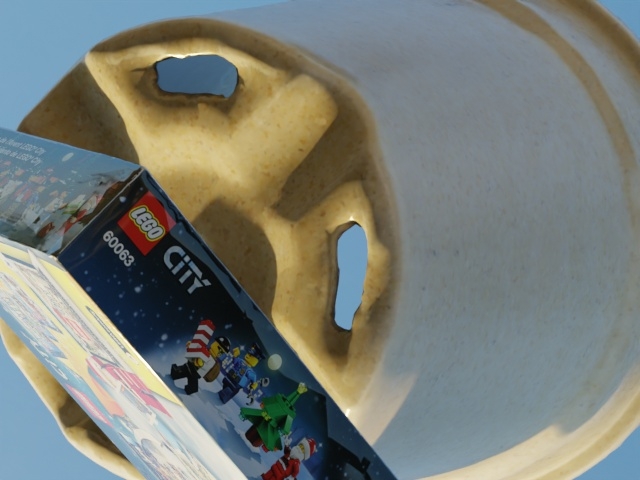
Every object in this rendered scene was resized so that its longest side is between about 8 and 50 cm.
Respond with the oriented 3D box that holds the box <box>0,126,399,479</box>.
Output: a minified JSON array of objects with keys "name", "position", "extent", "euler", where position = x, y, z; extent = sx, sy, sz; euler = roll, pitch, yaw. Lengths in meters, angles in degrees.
[{"name":"box","position":[-0.047,0.060,0.723],"extent":[0.044,0.233,0.159],"euler":[-46,-151,-16]}]

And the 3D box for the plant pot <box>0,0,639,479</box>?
[{"name":"plant pot","position":[0.000,0.000,1.013],"extent":[0.334,0.305,0.333],"euler":[1,-87,26]}]
